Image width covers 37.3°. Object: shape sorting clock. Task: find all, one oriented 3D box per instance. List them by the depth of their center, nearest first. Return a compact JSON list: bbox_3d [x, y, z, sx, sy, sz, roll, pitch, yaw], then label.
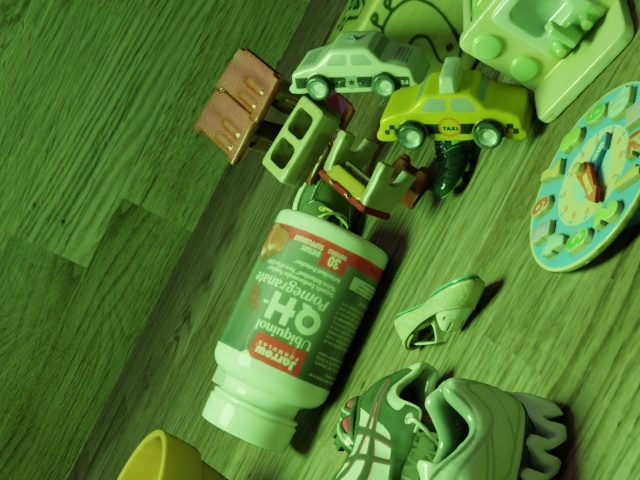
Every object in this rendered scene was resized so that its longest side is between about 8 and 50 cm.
[{"bbox_3d":[0.267,-0.064,0.933,0.206,0.040,0.206,-54,18,27],"label":"shape sorting clock"}]

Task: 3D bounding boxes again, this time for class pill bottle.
[{"bbox_3d":[-0.043,0.130,1.351,0.318,0.176,0.176,-65,16,-6],"label":"pill bottle"}]

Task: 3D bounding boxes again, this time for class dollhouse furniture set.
[{"bbox_3d":[0.003,-0.123,1.417,0.374,0.201,0.152,44,110,36],"label":"dollhouse furniture set"}]

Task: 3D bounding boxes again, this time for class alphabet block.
[{"bbox_3d":[0.137,-0.323,1.479,0.197,0.192,0.193,-63,14,5],"label":"alphabet block"}]

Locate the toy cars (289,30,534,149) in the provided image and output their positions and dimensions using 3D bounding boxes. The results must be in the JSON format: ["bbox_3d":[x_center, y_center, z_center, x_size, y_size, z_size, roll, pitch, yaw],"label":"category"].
[{"bbox_3d":[0.106,-0.214,1.229,0.177,0.087,0.394,-27,36,-23],"label":"toy cars"}]

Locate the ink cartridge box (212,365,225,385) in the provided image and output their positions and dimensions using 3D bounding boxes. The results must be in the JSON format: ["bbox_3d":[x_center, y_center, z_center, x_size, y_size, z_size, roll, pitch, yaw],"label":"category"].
[{"bbox_3d":[-0.099,0.223,1.473,0.052,0.123,0.088,-66,16,-9],"label":"ink cartridge box"}]

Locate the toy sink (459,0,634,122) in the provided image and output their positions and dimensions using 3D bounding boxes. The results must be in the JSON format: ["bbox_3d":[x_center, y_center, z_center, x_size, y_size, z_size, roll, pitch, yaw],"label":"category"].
[{"bbox_3d":[0.259,-0.281,1.132,0.153,0.131,0.234,-50,21,40],"label":"toy sink"}]

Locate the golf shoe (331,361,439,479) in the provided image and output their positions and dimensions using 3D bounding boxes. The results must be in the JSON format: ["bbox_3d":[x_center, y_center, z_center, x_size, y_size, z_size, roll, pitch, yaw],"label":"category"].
[{"bbox_3d":[0.076,0.230,0.967,0.120,0.105,0.272,-48,22,24],"label":"golf shoe"}]

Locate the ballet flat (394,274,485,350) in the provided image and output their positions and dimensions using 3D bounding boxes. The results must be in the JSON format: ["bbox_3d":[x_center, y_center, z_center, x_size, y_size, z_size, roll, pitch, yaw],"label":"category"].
[{"bbox_3d":[0.142,0.088,1.093,0.168,0.057,0.052,137,127,-59],"label":"ballet flat"}]

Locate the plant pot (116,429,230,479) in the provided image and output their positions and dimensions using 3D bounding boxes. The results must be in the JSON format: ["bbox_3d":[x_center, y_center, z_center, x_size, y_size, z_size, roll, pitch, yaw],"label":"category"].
[{"bbox_3d":[-0.188,0.429,1.287,0.290,0.204,0.290,-55,19,29],"label":"plant pot"}]

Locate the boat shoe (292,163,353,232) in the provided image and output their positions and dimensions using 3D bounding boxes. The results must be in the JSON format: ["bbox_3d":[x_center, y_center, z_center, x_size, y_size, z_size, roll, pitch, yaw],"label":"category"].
[{"bbox_3d":[0.004,0.002,1.540,0.091,0.109,0.304,-27,42,58],"label":"boat shoe"}]

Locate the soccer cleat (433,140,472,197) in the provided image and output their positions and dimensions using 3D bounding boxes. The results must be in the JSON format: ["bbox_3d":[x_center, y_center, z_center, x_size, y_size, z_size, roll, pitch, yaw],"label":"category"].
[{"bbox_3d":[0.174,-0.140,1.281,0.060,0.072,0.178,-32,35,61],"label":"soccer cleat"}]

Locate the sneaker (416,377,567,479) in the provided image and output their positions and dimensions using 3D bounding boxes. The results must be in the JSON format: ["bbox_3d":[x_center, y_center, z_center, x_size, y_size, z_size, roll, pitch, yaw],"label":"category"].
[{"bbox_3d":[0.121,0.246,0.771,0.110,0.118,0.292,-42,28,48],"label":"sneaker"}]
